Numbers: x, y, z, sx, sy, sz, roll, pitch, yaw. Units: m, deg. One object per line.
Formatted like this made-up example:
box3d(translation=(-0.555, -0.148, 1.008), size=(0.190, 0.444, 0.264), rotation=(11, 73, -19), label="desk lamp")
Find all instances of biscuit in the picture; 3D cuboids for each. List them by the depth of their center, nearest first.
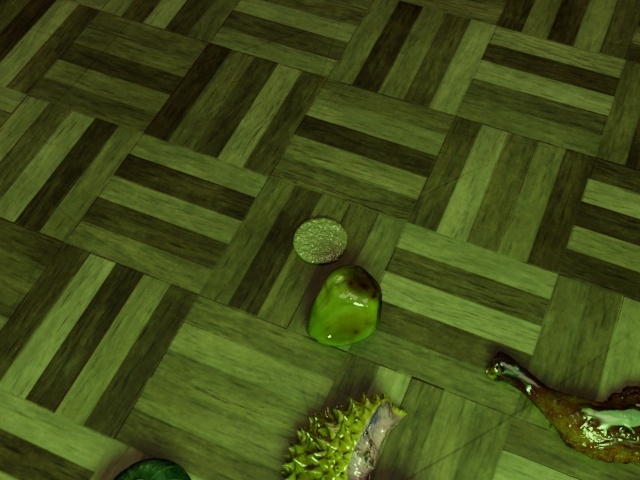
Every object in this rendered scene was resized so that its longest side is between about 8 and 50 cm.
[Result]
box3d(translation=(0.000, 0.000, 1.652), size=(0.120, 0.015, 0.120), rotation=(-1, 58, 1), label="biscuit")

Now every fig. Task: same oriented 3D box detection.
box3d(translation=(0.048, 0.133, 1.495), size=(0.165, 0.144, 0.154), rotation=(-52, 33, -4), label="fig")

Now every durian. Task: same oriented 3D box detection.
box3d(translation=(0.020, 0.376, 1.361), size=(0.187, 0.153, 0.260), rotation=(-6, 45, 28), label="durian")

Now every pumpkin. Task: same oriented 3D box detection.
box3d(translation=(-0.291, 0.453, 1.307), size=(0.167, 0.125, 0.167), rotation=(-1, 33, 0), label="pumpkin")

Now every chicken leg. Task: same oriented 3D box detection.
box3d(translation=(0.495, 0.309, 1.394), size=(0.407, 0.095, 0.157), rotation=(15, 55, 14), label="chicken leg")
